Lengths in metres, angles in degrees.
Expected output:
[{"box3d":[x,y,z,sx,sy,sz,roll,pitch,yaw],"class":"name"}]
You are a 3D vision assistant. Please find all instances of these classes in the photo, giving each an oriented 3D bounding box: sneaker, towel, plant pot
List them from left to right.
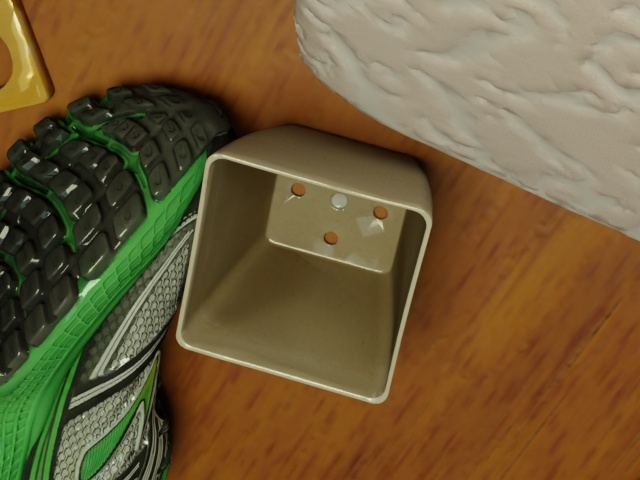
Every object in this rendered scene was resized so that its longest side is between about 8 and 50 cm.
[{"box3d":[-0.135,0.066,0.842,0.146,0.134,0.343,15,118,-36],"class":"sneaker"},{"box3d":[0.000,0.000,0.771,0.109,0.096,0.109,16,118,6],"class":"plant pot"},{"box3d":[0.130,-0.080,0.591,0.317,0.053,0.332,26,164,8],"class":"towel"}]

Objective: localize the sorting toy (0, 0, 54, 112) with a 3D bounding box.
[{"box3d":[-0.229,-0.212,0.751,0.196,0.047,0.348,-22,109,23],"class":"sorting toy"}]
